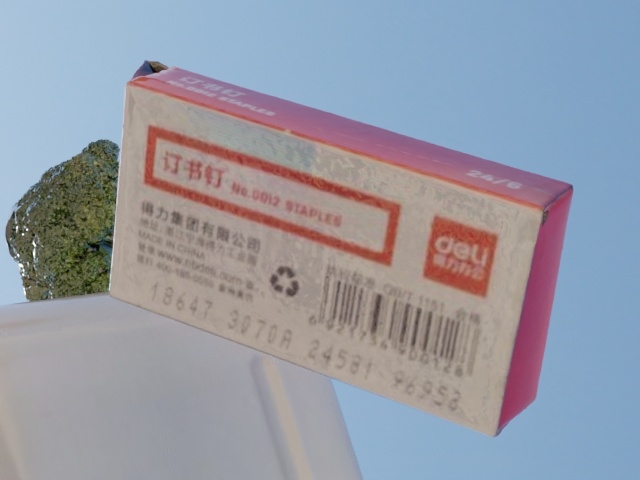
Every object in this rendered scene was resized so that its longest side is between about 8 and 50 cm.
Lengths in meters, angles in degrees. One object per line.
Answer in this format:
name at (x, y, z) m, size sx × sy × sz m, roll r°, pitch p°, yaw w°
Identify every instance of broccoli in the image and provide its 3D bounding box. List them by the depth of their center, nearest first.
broccoli at (-0.179, 0.003, 1.272) m, size 0.138 × 0.162 × 0.146 m, roll 11°, pitch -65°, yaw 0°

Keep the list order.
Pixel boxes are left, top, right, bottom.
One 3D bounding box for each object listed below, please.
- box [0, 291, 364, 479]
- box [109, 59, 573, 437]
box at (-0.123, 0.172, 1.024) m, size 0.141 × 0.349 × 0.289 m, roll -36°, pitch -112°, yaw 47°
box at (0.000, 0.000, 0.780) m, size 0.229 × 0.050 × 0.123 m, roll 18°, pitch -64°, yaw 21°
